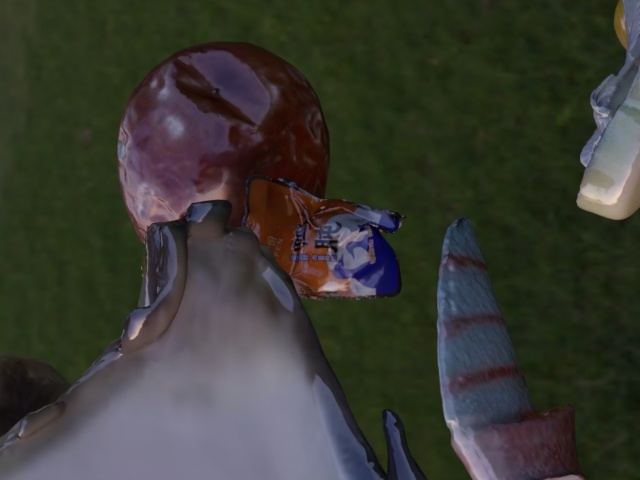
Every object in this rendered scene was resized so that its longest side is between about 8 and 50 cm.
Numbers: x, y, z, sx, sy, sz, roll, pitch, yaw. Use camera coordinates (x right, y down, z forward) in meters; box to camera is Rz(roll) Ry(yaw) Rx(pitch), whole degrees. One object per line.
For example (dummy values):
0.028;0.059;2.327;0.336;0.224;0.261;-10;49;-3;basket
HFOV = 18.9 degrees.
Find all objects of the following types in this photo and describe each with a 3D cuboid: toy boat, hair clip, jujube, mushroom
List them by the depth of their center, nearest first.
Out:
-0.167;0.157;0.967;0.224;0.314;0.397;68;154;6;mushroom
0.193;-0.089;1.155;0.159;0.071;0.218;96;-167;-47;hair clip
-0.073;-0.046;1.467;0.236;0.168;0.168;90;163;-59;jujube
0.159;0.104;1.829;0.096;0.206;0.282;-24;72;33;toy boat

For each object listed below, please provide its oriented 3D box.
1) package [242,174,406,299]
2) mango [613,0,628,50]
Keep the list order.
0.000;0.001;1.223;0.033;0.111;0.077;178;99;-83;package
0.404;-0.133;1.414;0.384;0.221;0.198;20;85;19;mango
